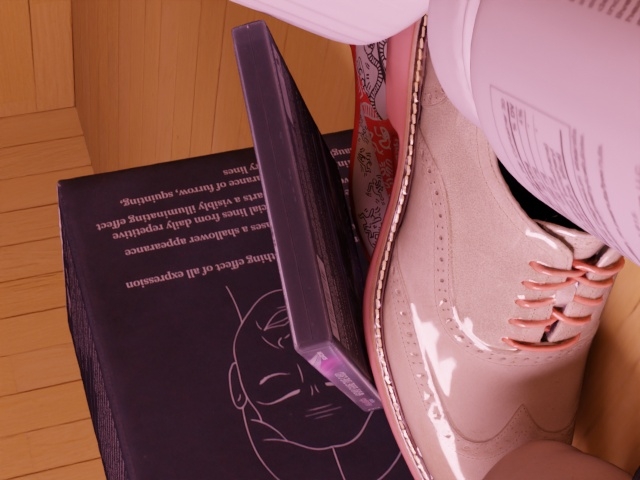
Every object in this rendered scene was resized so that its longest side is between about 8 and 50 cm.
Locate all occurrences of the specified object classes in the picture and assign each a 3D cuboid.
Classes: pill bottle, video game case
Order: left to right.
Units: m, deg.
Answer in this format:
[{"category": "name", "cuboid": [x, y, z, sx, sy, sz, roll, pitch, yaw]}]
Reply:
[{"category": "video game case", "cuboid": [0.000, 0.000, 0.833, 0.274, 0.026, 0.196, 59, -162, -73]}, {"category": "pill bottle", "cuboid": [0.158, -0.066, 0.507, 0.283, 0.160, 0.160, -133, 36, -61]}]

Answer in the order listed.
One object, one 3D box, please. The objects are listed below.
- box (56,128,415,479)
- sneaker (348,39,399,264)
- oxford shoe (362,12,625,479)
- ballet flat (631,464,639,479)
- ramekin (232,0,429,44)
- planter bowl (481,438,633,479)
[{"category": "box", "cuboid": [-0.033, 0.134, 1.055, 0.212, 0.294, 0.395, 100, 154, -52]}, {"category": "sneaker", "cuboid": [0.078, -0.070, 0.906, 0.145, 0.090, 0.270, -160, 63, -74]}, {"category": "oxford shoe", "cuboid": [0.113, 0.017, 0.763, 0.146, 0.141, 0.396, -144, 45, -63]}, {"category": "ballet flat", "cuboid": [0.225, 0.208, 0.589, 0.096, 0.095, 0.280, 112, 144, -48]}, {"category": "ramekin", "cuboid": [0.020, -0.248, 0.727, 0.277, 0.135, 0.277, -48, 30, 39]}, {"category": "planter bowl", "cuboid": [0.160, 0.205, 0.729, 0.109, 0.162, 0.162, 9, 111, 45]}]
